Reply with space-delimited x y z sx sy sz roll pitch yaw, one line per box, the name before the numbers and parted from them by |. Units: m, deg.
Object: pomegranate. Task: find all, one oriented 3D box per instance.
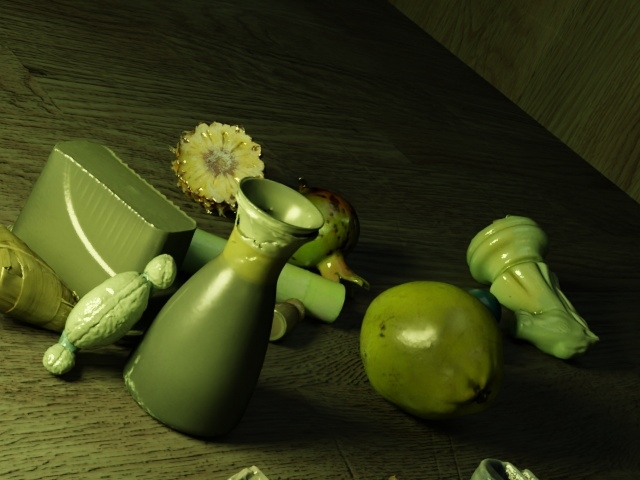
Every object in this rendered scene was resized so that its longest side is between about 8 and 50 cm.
pomegranate | 0.009 0.002 2.151 0.156 0.156 0.220 0 41 -50

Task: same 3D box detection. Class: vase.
vase | -0.060 0.120 1.938 0.053 0.053 0.100 34 19 11
vase | -0.115 0.082 1.599 0.173 0.321 0.173 25 24 -12

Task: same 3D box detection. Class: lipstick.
lipstick | -0.106 0.053 1.994 0.304 0.076 0.076 21 24 -19

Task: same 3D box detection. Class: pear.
pear | 0.169 0.166 1.918 0.212 0.212 0.269 9 21 -40

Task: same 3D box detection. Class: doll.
doll | 0.287 0.144 2.270 0.114 0.085 0.152 38 30 -19
doll | -0.273 0.092 1.602 0.071 0.214 0.103 48 -17 -3

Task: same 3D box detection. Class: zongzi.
zongzi | -0.398 0.034 1.646 0.160 0.078 0.176 37 17 -45

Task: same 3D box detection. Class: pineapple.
pineapple | -0.187 -0.116 2.221 0.176 0.137 0.161 37 66 4

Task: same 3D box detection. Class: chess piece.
chess piece | 0.414 0.110 2.436 0.175 0.176 0.298 10 42 -39

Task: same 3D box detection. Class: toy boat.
toy boat | 0.270 0.361 1.696 0.127 0.078 0.283 46 10 33

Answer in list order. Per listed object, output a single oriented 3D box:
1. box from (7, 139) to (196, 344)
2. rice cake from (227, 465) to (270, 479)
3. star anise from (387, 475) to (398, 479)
box | -0.300 -0.001 1.744 0.274 0.178 0.138 37 24 20
rice cake | 0.000 0.364 1.502 0.270 0.049 0.055 33 45 10
star anise | 0.141 0.390 1.543 0.214 0.099 0.220 44 6 23
